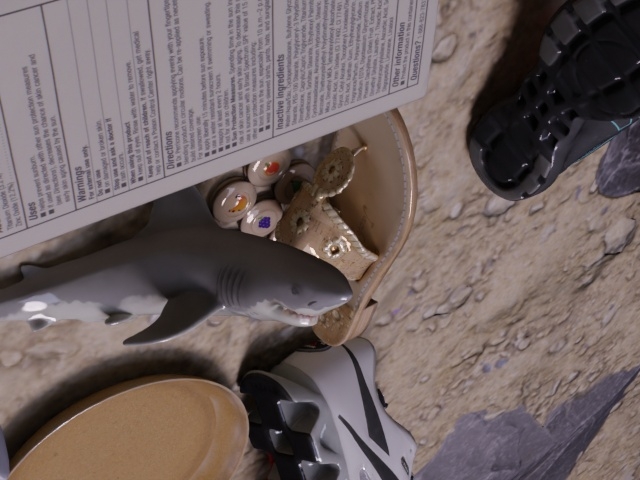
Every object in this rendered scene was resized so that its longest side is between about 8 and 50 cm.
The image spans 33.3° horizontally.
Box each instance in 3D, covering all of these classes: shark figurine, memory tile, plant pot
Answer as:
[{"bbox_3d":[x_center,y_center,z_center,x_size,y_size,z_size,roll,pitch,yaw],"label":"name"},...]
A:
[{"bbox_3d":[-0.129,0.007,0.707,0.278,0.166,0.116,-4,98,-6],"label":"shark figurine"},{"bbox_3d":[-0.057,-0.003,0.806,0.148,0.012,0.113,-46,143,6],"label":"memory tile"},{"bbox_3d":[-0.169,0.194,0.884,0.236,0.032,0.236,-24,139,-23],"label":"plant pot"}]

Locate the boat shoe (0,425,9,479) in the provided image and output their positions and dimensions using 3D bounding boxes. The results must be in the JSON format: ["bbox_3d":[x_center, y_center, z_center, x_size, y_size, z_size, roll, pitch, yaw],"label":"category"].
[{"bbox_3d":[-0.269,0.093,0.662,0.076,0.080,0.228,-21,143,-2],"label":"boat shoe"}]

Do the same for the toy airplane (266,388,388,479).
[{"bbox_3d":[0.004,0.194,1.040,0.151,0.028,0.151,-18,123,-29],"label":"toy airplane"}]

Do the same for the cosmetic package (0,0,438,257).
[{"bbox_3d":[-0.087,-0.119,0.582,0.309,0.113,0.160,-22,138,-25],"label":"cosmetic package"}]

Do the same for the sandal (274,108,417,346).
[{"bbox_3d":[0.004,0.004,0.785,0.079,0.088,0.240,-25,145,-31],"label":"sandal"}]

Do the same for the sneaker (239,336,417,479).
[{"bbox_3d":[0.042,0.242,0.970,0.146,0.122,0.330,-25,111,-38],"label":"sneaker"}]

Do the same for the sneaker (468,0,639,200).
[{"bbox_3d":[0.212,-0.129,0.822,0.106,0.101,0.267,-32,174,-32],"label":"sneaker"}]
